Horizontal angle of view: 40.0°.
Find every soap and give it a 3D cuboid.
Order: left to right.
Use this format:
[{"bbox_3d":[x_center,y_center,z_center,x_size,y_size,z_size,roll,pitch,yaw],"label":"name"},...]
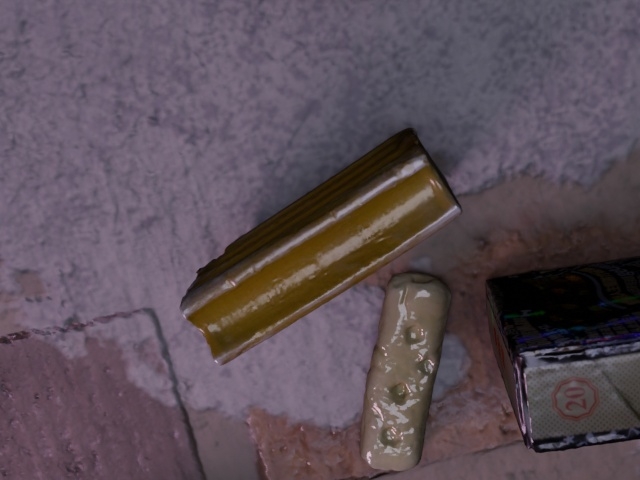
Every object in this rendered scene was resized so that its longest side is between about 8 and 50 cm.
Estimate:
[{"bbox_3d":[0.000,0.000,0.739,0.232,0.140,0.073,-33,99,10],"label":"soap"}]

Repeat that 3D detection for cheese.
[{"bbox_3d":[0.076,0.124,0.815,0.064,0.043,0.194,9,105,6],"label":"cheese"}]

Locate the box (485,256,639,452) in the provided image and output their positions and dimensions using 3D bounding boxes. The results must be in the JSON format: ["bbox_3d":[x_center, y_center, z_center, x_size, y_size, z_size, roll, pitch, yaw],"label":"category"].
[{"bbox_3d":[0.300,0.072,0.708,0.310,0.198,0.084,-9,103,6],"label":"box"}]
